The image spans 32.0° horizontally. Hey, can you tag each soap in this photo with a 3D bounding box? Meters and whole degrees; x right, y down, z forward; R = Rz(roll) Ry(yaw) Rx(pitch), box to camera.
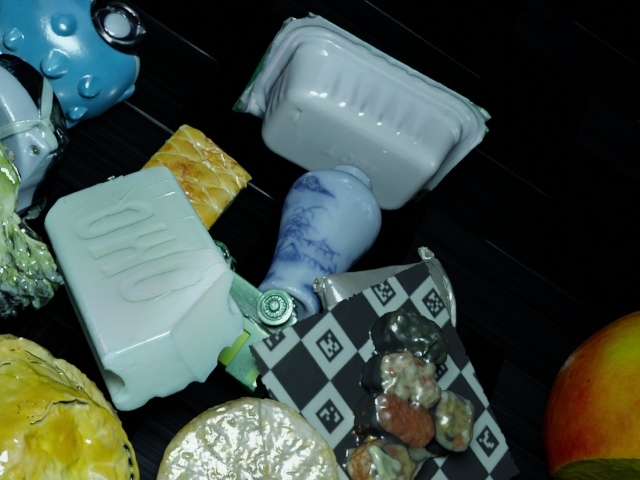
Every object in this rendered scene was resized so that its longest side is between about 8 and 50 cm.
[{"bbox_3d":[-0.203,0.044,1.289,0.172,0.095,0.289,-20,42,-14],"label":"soap"}]

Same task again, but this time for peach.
[{"bbox_3d":[0.456,0.218,1.524,0.242,0.380,0.306,33,69,-5],"label":"peach"}]

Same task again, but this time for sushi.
[{"bbox_3d":[0.111,0.208,1.392,0.339,0.068,0.320,-21,87,-41],"label":"sushi"}]

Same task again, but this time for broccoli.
[{"bbox_3d":[-0.389,-0.059,1.257,0.164,0.145,0.304,-9,88,-7],"label":"broccoli"}]

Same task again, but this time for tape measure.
[{"bbox_3d":[-0.396,-0.134,1.371,0.181,0.182,0.107,42,43,9],"label":"tape measure"}]

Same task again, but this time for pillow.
[{"bbox_3d":[0.103,0.104,1.515,0.255,0.059,0.169,-11,94,-44],"label":"pillow"}]

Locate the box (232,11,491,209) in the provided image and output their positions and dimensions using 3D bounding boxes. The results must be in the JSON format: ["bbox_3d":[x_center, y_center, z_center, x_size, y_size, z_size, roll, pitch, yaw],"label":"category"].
[{"bbox_3d":[0.047,-0.158,1.632,0.336,0.264,0.106,28,57,-9],"label":"box"}]

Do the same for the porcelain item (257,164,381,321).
[{"bbox_3d":[0.000,0.000,1.547,0.141,0.141,0.259,30,51,-6],"label":"porcelain item"}]

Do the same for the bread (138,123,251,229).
[{"bbox_3d":[-0.186,-0.064,1.524,0.125,0.068,0.188,35,43,-1],"label":"bread"}]

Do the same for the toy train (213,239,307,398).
[{"bbox_3d":[-0.117,0.092,1.404,0.200,0.083,0.132,34,82,15],"label":"toy train"}]

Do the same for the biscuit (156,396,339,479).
[{"bbox_3d":[-0.080,0.284,1.261,0.219,0.033,0.220,4,72,-11],"label":"biscuit"}]

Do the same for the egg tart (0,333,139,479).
[{"bbox_3d":[-0.274,0.247,1.071,0.341,0.129,0.341,37,46,-50],"label":"egg tart"}]

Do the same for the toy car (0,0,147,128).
[{"bbox_3d":[-0.369,-0.263,1.496,0.255,0.188,0.190,45,51,-9],"label":"toy car"}]
